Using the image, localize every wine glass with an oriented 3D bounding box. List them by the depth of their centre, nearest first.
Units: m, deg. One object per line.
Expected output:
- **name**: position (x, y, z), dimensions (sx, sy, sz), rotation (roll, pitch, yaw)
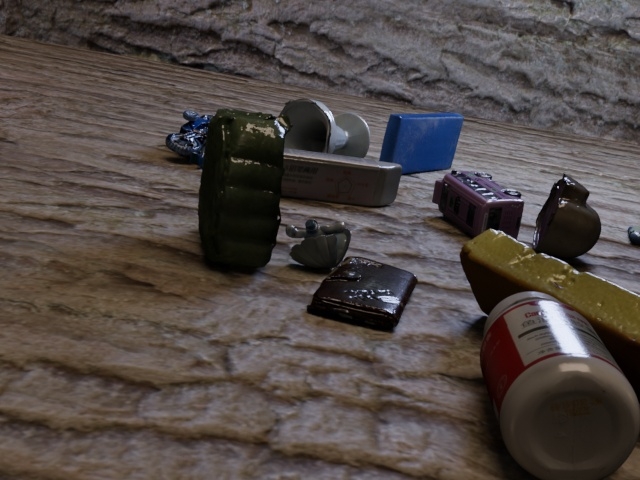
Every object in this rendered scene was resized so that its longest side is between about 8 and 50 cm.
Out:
- **wine glass**: position (0.008, -0.226, 2.137), dimensions (0.164, 0.165, 0.196), rotation (20, 11, 33)

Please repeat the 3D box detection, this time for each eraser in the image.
- **eraser**: position (-0.008, -0.125, 1.861), dimensions (0.351, 0.089, 0.061), rotation (7, 19, -13)
- **eraser**: position (0.244, -0.236, 2.311), dimensions (0.042, 0.144, 0.311), rotation (23, 20, 31)

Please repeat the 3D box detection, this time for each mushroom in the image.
- **mushroom**: position (0.452, -0.032, 1.744), dimensions (0.117, 0.141, 0.188), rotation (32, 18, -3)

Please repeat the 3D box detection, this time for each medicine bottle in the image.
- **medicine bottle**: position (0.236, 0.140, 0.986), dimensions (0.131, 0.131, 0.250), rotation (10, 16, 0)

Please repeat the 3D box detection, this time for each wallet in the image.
- **wallet**: position (0.065, 0.066, 1.331), dimensions (0.121, 0.031, 0.232), rotation (14, 17, 9)

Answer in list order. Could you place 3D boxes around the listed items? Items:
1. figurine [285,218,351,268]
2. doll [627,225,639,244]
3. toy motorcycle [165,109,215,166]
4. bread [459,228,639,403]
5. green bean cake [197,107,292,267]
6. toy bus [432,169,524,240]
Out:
- **figurine**: position (0.000, 0.000, 1.429), dimensions (0.086, 0.094, 0.082), rotation (33, 40, -35)
- **doll**: position (0.660, -0.014, 1.998), dimensions (0.037, 0.027, 0.125), rotation (6, 14, 13)
- **toy motorcycle**: position (-0.235, -0.217, 2.055), dimensions (0.135, 0.092, 0.254), rotation (22, 26, 9)
- **bread**: position (0.316, 0.095, 1.181), dimensions (0.077, 0.138, 0.361), rotation (-41, 35, -13)
- **green bean cake**: position (-0.112, -0.086, 1.407), dimensions (0.124, 0.223, 0.227), rotation (7, 12, -12)
- **toy bus**: position (0.302, -0.066, 1.838), dimensions (0.108, 0.096, 0.199), rotation (-1, 21, -21)
